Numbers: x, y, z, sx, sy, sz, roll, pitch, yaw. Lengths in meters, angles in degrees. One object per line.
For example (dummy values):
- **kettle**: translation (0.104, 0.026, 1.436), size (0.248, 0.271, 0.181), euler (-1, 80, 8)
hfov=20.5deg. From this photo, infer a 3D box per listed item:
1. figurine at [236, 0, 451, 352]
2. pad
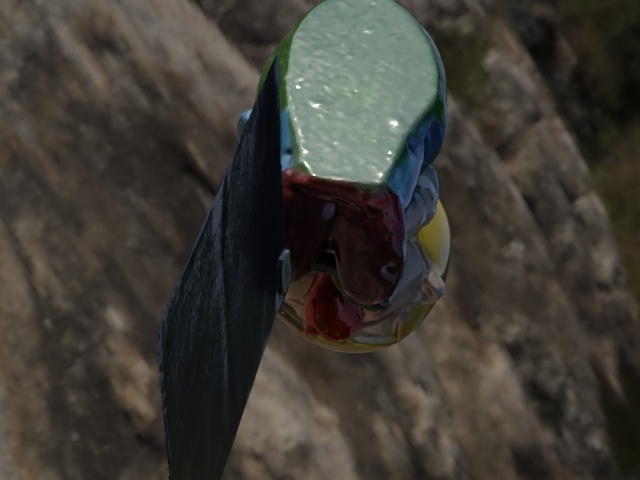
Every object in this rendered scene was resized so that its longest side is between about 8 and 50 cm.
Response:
- **figurine**: translation (0.014, 0.005, 0.928), size (0.234, 0.127, 0.185), euler (102, -8, -47)
- **pad**: translation (-0.032, 0.024, 0.653), size (0.193, 0.004, 0.116), euler (-70, 162, -56)
